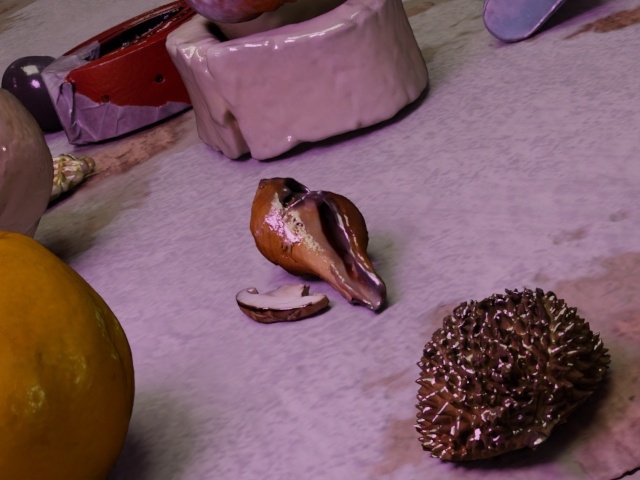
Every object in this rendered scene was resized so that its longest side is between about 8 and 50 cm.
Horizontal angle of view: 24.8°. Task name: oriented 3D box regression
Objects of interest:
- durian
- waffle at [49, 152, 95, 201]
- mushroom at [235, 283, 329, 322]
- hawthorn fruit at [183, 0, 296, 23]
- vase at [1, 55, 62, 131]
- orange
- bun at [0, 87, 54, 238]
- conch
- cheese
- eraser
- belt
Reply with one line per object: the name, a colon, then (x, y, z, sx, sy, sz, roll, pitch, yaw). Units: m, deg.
durian: (0.126, 0.086, 1.003, 0.148, 0.091, 0.188, -20, 24, 4)
waffle: (-0.386, -0.069, 1.888, 0.183, 0.036, 0.169, 5, 32, 44)
mushroom: (-0.036, 0.056, 1.309, 0.101, 0.019, 0.049, 2, 33, 40)
hawthorn fruit: (-0.063, -0.375, 1.655, 0.231, 0.263, 0.235, 30, 24, 36)
vase: (-0.433, -0.184, 2.106, 0.120, 0.120, 0.183, 2, 45, 44)
orange: (-0.281, 0.115, 1.117, 0.279, 0.235, 0.279, -12, 20, 4)
bun: (-0.448, -0.011, 1.548, 0.364, 0.202, 0.364, -20, -17, -7)
conch: (0.003, -0.002, 1.339, 0.232, 0.086, 0.080, 23, 5, 42)
cheese: (-0.028, -0.220, 1.759, 0.292, 0.153, 0.332, -23, 21, -3)
eraser: (0.272, -0.355, 1.821, 0.174, 0.081, 0.227, -50, 13, 26)
belt: (-0.249, -0.245, 2.067, 0.324, 0.115, 0.227, -32, 22, -28)
